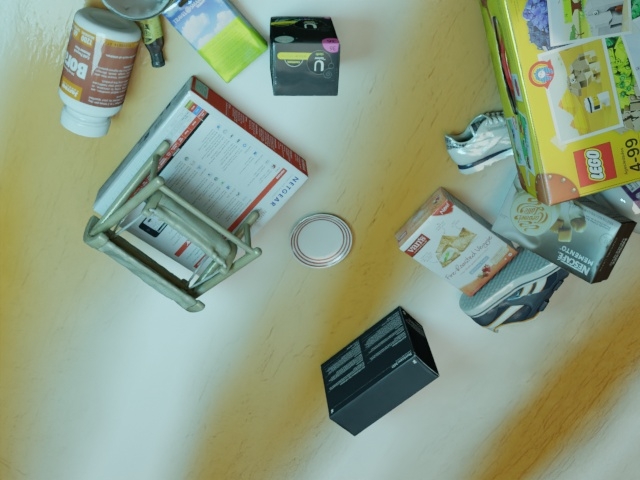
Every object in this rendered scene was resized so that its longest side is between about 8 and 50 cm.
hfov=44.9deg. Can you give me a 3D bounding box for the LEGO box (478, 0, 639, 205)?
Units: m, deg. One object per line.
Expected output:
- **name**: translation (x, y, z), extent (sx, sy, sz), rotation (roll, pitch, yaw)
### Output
- **LEGO box**: translation (0.505, -0.362, 1.379), extent (0.372, 0.193, 0.501), rotation (-16, 103, 3)

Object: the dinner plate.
- **dinner plate**: translation (0.000, 0.000, 1.734), extent (0.141, 0.017, 0.141), rotation (-3, 123, -5)

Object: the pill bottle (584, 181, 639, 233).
- **pill bottle**: translation (0.702, -0.120, 1.649), extent (0.301, 0.169, 0.169), rotation (-41, 117, 18)

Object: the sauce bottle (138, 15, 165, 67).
- **sauce bottle**: translation (-0.313, -0.386, 1.445), extent (0.042, 0.042, 0.128), rotation (-7, 125, -2)

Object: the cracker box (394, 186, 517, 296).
- **cracker box**: translation (0.304, 0.007, 1.743), extent (0.232, 0.067, 0.156), rotation (33, 112, -23)

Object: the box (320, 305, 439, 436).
- **box**: translation (0.135, 0.310, 1.843), extent (0.261, 0.184, 0.103), rotation (-39, 117, 18)

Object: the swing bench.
- **swing bench**: translation (-0.291, -0.005, 1.514), extent (0.253, 0.165, 0.254), rotation (38, 112, -26)

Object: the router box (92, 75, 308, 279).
- **router box**: translation (-0.246, -0.114, 1.598), extent (0.301, 0.082, 0.335), rotation (36, 112, -24)

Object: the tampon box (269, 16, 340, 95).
- **tampon box**: translation (-0.033, -0.342, 1.434), extent (0.120, 0.161, 0.102), rotation (-2, 122, -6)

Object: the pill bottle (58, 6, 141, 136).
- **pill bottle**: translation (-0.415, -0.307, 1.436), extent (0.121, 0.121, 0.216), rotation (15, 118, -15)

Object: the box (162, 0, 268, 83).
- **box**: translation (-0.196, -0.396, 1.452), extent (0.109, 0.042, 0.178), rotation (-37, 118, 15)

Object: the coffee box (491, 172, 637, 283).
- **coffee box**: translation (0.506, -0.030, 1.624), extent (0.098, 0.246, 0.141), rotation (-3, 121, -50)

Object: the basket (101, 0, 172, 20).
- **basket**: translation (-0.296, -0.461, 1.292), extent (0.204, 0.227, 0.154), rotation (-14, 122, 1)

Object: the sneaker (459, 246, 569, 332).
- **sneaker**: translation (0.483, 0.095, 1.786), extent (0.321, 0.126, 0.127), rotation (-37, 115, 25)

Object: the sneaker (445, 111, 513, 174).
- **sneaker**: translation (0.375, -0.227, 1.599), extent (0.235, 0.090, 0.095), rotation (-28, 111, 9)
